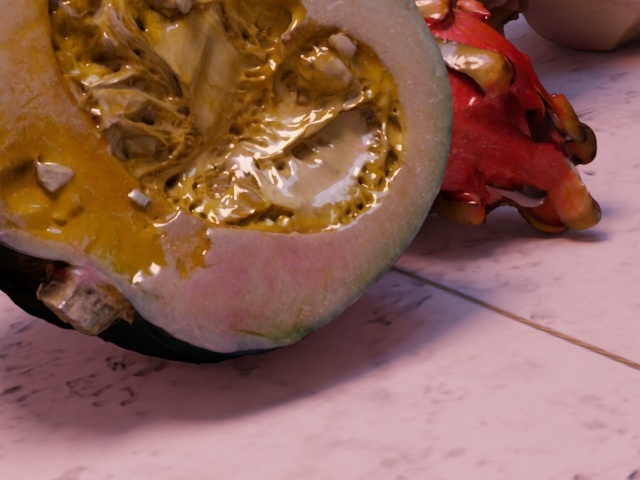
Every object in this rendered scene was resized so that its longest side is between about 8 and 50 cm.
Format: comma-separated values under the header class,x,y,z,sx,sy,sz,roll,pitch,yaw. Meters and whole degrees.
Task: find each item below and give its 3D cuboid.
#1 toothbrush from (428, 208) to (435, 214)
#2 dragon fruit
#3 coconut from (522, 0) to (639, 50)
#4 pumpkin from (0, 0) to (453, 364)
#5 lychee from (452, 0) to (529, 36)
class,x,y,z,sx,sy,sz,roll,pitch,yaw
toothbrush,0.000,0.000,1.130,0.269,0.021,0.027,-17,30,-25
dragon fruit,0.094,-0.074,1.112,0.208,0.150,0.133,38,49,3
coconut,0.240,-0.275,1.477,0.237,0.236,0.197,-24,23,-37
pumpkin,-0.102,-0.058,1.005,0.263,0.293,0.197,-60,13,-19
lychee,-0.010,-0.254,1.319,0.380,0.380,0.432,11,50,38
